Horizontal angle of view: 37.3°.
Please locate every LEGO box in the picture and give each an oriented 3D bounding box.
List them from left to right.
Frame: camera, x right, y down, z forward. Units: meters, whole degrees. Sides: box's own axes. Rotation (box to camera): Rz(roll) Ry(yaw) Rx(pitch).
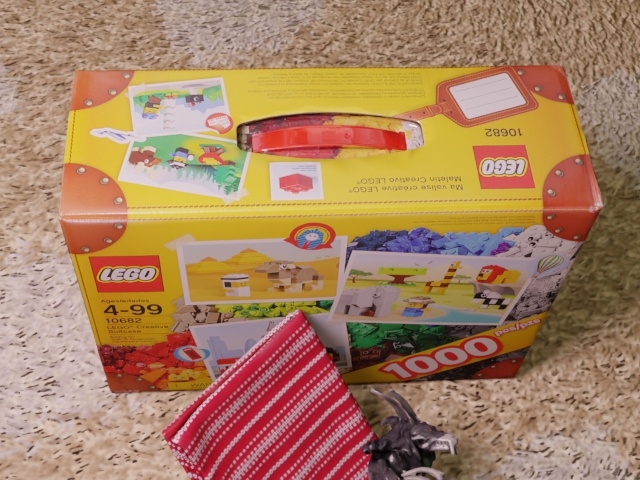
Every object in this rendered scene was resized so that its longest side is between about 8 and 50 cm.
[{"bbox_3d":[0.000,0.000,1.058,0.501,0.372,0.193,-2,56,-5],"label":"LEGO box"}]

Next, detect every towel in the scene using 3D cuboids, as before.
[{"bbox_3d":[-0.024,0.236,0.997,0.199,0.274,0.031,-42,27,-26],"label":"towel"}]

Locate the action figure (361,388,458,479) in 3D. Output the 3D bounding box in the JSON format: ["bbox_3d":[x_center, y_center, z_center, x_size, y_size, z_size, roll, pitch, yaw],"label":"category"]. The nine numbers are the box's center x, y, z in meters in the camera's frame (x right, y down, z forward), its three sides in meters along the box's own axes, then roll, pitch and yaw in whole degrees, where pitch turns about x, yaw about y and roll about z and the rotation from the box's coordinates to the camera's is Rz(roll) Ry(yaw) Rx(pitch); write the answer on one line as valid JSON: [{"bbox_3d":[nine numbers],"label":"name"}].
[{"bbox_3d":[0.119,0.289,0.985,0.141,0.164,0.275,-8,76,19],"label":"action figure"}]
